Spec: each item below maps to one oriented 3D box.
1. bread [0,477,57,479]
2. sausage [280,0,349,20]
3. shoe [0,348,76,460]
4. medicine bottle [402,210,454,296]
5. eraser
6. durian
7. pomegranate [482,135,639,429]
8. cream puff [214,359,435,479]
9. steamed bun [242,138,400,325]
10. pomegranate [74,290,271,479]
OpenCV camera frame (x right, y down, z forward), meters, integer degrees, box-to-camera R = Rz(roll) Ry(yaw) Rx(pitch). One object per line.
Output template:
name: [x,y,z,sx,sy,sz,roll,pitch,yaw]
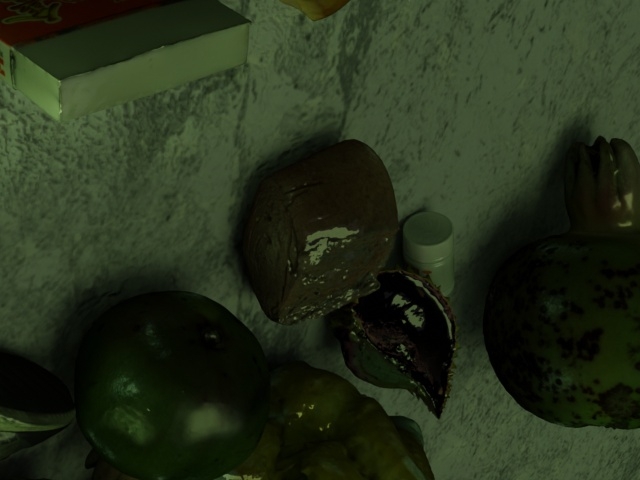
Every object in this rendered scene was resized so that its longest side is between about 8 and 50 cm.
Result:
bread: [-0.264,0.405,1.451,0.348,0.348,0.307,-16,126,-39]
sausage: [0.066,-0.346,1.346,0.354,0.116,0.134,-54,135,-3]
shoe: [-0.320,0.161,1.386,0.228,0.099,0.112,2,126,-44]
medicine bottle: [0.117,0.018,1.762,0.057,0.057,0.089,-32,141,-25]
eraser: [-0.178,-0.163,1.132,0.157,0.230,0.038,-22,132,-34]
durian: [0.068,0.091,1.744,0.187,0.108,0.119,44,63,-30]
pomegranate: [0.324,0.048,1.884,0.285,0.285,0.340,-1,91,-47]
cream puff: [-0.035,0.313,1.672,0.378,0.275,0.378,-29,142,-26]
steamed bun: [0.000,0.000,1.576,0.145,0.106,0.175,-26,140,-31]
pomegranate: [-0.150,0.155,1.500,0.187,0.187,0.225,-7,139,-45]
